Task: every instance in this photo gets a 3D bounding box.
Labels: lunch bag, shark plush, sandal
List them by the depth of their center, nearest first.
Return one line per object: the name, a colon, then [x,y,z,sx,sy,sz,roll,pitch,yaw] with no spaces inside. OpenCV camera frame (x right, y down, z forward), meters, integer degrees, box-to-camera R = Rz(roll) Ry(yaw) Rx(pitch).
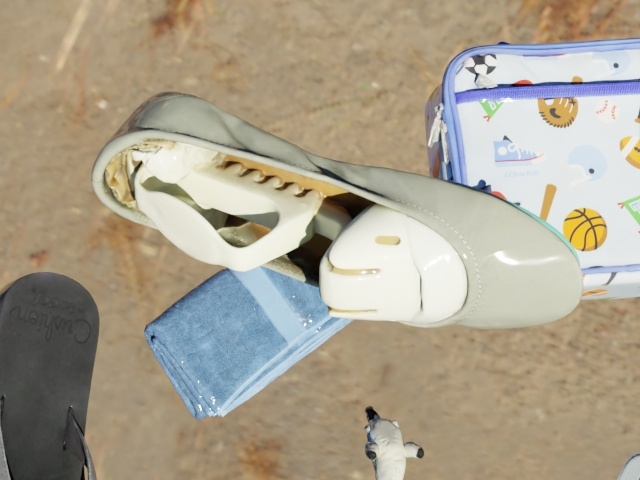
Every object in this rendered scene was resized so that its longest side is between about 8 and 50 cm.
sandal: [-0.182,0.144,0.914,0.054,0.097,0.254,-16,72,52]
lunch bag: [0.239,-0.070,1.295,0.115,0.303,0.243,121,146,-73]
shark plush: [0.071,0.265,1.855,0.161,0.073,0.067,-129,38,-53]

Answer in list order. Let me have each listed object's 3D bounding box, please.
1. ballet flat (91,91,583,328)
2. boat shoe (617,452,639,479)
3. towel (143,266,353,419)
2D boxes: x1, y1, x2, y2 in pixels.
ballet flat: [0.000,0.000,0.596,0.213,0.068,0.072,22,131,19]
boat shoe: [0.378,0.368,1.795,0.083,0.076,0.226,42,106,38]
towel: [-0.035,0.042,0.798,0.067,0.119,0.029,56,155,-2]
